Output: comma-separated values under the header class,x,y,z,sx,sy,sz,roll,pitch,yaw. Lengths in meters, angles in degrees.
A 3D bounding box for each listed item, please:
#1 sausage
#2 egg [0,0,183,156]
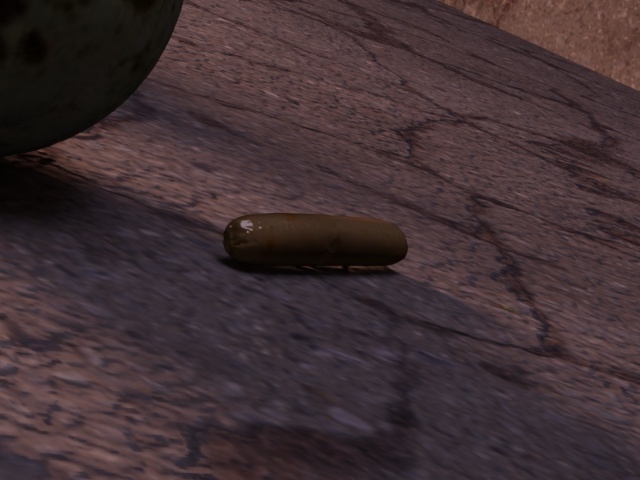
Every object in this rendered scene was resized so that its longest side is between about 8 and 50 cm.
class,x,y,z,sx,sy,sz,roll,pitch,yaw
sausage,0.000,0.000,0.791,0.024,0.024,0.132,27,13,29
egg,-0.138,-0.118,0.739,0.169,0.169,0.231,20,1,-5
